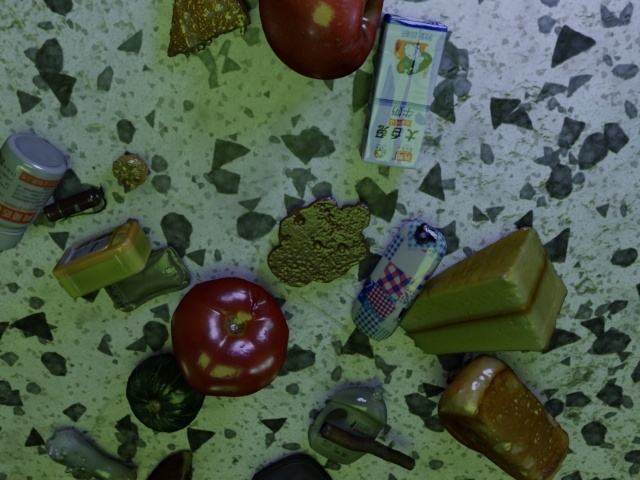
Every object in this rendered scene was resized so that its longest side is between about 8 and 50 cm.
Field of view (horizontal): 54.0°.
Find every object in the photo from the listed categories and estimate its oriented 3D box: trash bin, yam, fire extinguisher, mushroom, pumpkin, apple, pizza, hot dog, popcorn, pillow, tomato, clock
[{"bbox_3d":[-0.086,0.762,1.749,0.220,0.250,0.219,-33,104,13],"label":"trash bin"},{"bbox_3d":[0.130,0.555,1.679,0.327,0.045,0.045,30,132,-27],"label":"yam"},{"bbox_3d":[-0.572,-0.084,1.490,0.157,0.045,0.078,-20,140,7],"label":"fire extinguisher"},{"bbox_3d":[-0.644,0.621,1.769,0.278,0.099,0.096,39,121,-20],"label":"mushroom"},{"bbox_3d":[-0.401,0.397,1.641,0.212,0.152,0.211,7,113,16],"label":"pumpkin"},{"bbox_3d":[0.004,-0.453,1.223,0.217,0.260,0.260,20,114,16],"label":"apple"},{"bbox_3d":[-0.257,-0.463,1.321,0.188,0.062,0.199,45,112,-5],"label":"pizza"},{"bbox_3d":[0.454,0.463,1.643,0.405,0.223,0.185,47,67,-20],"label":"hot dog"},{"bbox_3d":[-0.441,-0.159,1.449,0.082,0.057,0.083,42,109,-15],"label":"popcorn"},{"bbox_3d":[-0.438,0.099,1.572,0.218,0.033,0.130,-21,111,8],"label":"pillow"},{"bbox_3d":[-0.229,0.244,1.532,0.299,0.298,0.226,23,151,-10],"label":"tomato"},{"bbox_3d":[-0.514,0.042,1.488,0.202,0.143,0.096,-22,119,8],"label":"clock"}]

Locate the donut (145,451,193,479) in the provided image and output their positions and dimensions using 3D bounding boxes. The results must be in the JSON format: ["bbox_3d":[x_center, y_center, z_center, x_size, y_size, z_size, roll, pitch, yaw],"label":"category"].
[{"bbox_3d":[-0.450,0.750,1.813,0.151,0.112,0.294,4,112,-5],"label":"donut"}]

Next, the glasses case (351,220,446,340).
[{"bbox_3d":[0.188,0.101,1.543,0.125,0.076,0.327,37,111,19],"label":"glasses case"}]

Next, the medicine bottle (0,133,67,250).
[{"bbox_3d":[-0.695,-0.107,1.423,0.145,0.144,0.252,36,111,-15],"label":"medicine bottle"}]

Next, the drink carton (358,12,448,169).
[{"bbox_3d":[0.173,-0.318,1.362,0.131,0.106,0.314,9,113,-3],"label":"drink carton"}]

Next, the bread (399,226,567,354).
[{"bbox_3d":[0.391,0.145,1.595,0.362,0.245,0.233,-16,115,41],"label":"bread"}]

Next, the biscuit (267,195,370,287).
[{"bbox_3d":[0.000,0.000,1.532,0.290,0.041,0.208,-35,110,12],"label":"biscuit"}]

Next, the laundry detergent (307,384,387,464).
[{"bbox_3d":[0.089,0.489,1.717,0.181,0.091,0.253,30,110,-14],"label":"laundry detergent"}]
